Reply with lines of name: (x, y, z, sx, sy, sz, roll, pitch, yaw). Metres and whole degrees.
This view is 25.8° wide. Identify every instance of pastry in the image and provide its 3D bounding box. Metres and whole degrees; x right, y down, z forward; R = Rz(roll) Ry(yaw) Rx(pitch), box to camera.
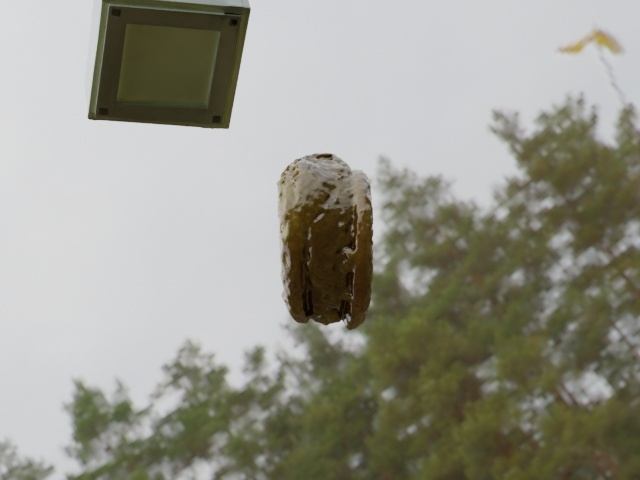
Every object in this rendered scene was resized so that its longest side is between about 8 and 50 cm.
pastry: (0.000, 0.000, 1.919, 0.132, 0.240, 0.235, 2, 8, -5)

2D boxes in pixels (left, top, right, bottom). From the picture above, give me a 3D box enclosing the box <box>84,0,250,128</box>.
box: (-0.241, -0.296, 2.169, 0.225, 0.117, 0.225, 2, -52, -15)
